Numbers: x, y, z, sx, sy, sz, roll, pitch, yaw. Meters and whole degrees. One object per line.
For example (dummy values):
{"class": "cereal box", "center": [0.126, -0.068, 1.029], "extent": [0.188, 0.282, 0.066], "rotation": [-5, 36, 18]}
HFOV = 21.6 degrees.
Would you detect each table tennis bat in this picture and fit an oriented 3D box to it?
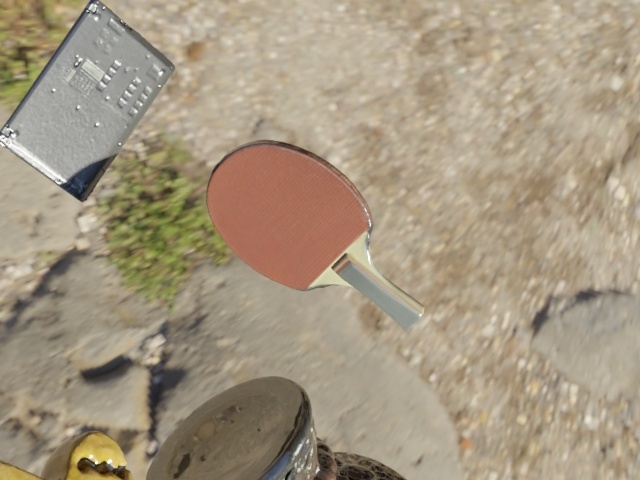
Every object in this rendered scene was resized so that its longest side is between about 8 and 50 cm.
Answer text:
{"class": "table tennis bat", "center": [0.000, 0.000, 1.434], "extent": [0.220, 0.019, 0.130], "rotation": [39, 125, -9]}

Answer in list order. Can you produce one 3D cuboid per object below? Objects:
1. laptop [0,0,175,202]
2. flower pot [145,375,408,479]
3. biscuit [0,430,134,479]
{"class": "laptop", "center": [-0.240, -0.144, 1.733], "extent": [0.129, 0.016, 0.180], "rotation": [39, 81, -37]}
{"class": "flower pot", "center": [-0.025, 0.290, 1.664], "extent": [0.267, 0.266, 0.267], "rotation": [-27, 118, 15]}
{"class": "biscuit", "center": [-0.108, 0.202, 0.945], "extent": [0.035, 0.249, 0.184], "rotation": [-19, 63, 37]}
